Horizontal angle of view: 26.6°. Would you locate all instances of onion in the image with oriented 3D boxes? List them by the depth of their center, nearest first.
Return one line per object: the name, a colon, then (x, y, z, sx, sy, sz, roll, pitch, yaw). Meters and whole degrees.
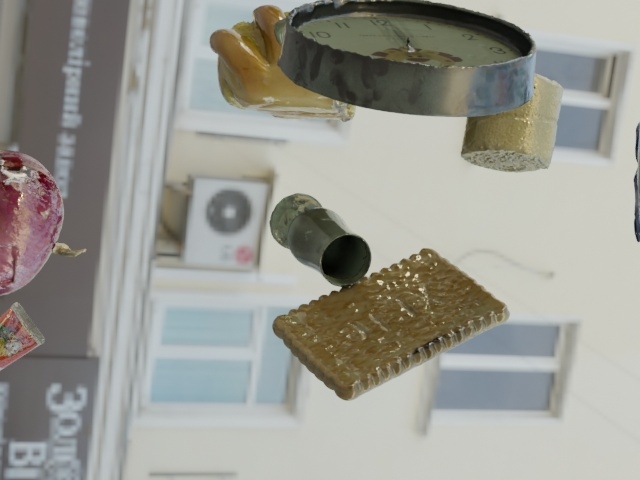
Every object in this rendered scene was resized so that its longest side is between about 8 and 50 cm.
onion: (-0.380, -0.020, 1.594, 0.153, 0.177, 0.177, 37, 47, -66)

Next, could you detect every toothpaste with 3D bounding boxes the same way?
toothpaste: (-0.605, 0.213, 2.409, 0.089, 0.234, 0.057, 56, -27, -12)

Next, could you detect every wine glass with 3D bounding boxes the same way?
wine glass: (0.000, 0.000, 2.208, 0.231, 0.103, 0.103, -139, -124, -63)

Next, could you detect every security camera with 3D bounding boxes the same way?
security camera: (-0.045, -0.319, 2.157, 0.092, 0.058, 0.058, 61, 18, -61)

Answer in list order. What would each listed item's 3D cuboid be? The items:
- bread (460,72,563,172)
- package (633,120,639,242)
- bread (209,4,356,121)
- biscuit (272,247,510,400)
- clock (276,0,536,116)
bread: (0.302, -0.189, 2.157, 0.148, 0.134, 0.141, -3, -108, 51)
package: (0.440, -0.093, 1.796, 0.173, 0.027, 0.171, 88, 3, -82)
bread: (-0.060, -0.330, 2.453, 0.315, 0.270, 0.212, 21, 73, -80)
biscuit: (0.109, 0.126, 2.090, 0.217, 0.324, 0.044, 38, -37, 43)
clock: (0.105, -0.223, 1.610, 0.312, 0.312, 0.061, -129, -140, -58)
